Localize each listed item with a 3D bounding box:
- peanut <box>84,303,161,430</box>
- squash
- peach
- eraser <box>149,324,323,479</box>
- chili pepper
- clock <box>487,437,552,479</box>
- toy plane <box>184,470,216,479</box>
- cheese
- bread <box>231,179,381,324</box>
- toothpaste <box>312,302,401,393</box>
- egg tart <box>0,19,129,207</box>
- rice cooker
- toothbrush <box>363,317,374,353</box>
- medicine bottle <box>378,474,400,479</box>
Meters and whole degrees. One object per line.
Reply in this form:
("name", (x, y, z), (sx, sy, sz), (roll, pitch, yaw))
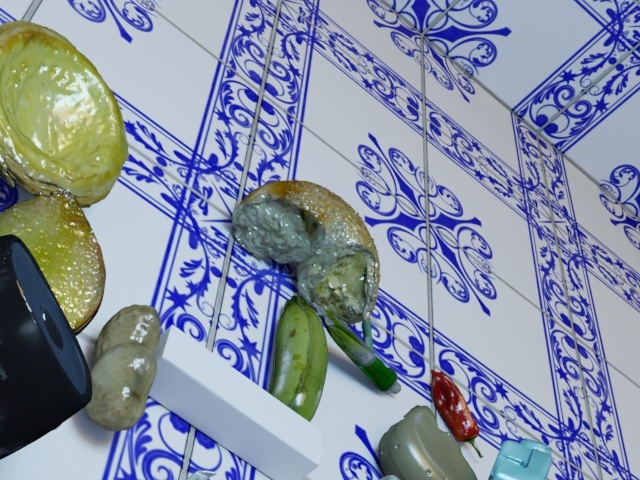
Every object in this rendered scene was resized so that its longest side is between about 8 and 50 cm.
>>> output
("peanut", (-0.271, 0.172, 1.641), (0.085, 0.104, 0.227), (48, 22, -29))
("squash", (-0.032, 0.190, 1.968), (0.094, 0.094, 0.341), (37, 29, -20))
("peach", (-0.396, 0.043, 1.653), (0.189, 0.068, 0.279), (29, 42, -17))
("eraser", (-0.133, 0.250, 1.759), (0.298, 0.078, 0.076), (37, 29, -19))
("chili pepper", (0.256, 0.324, 2.232), (0.050, 0.059, 0.191), (-8, 62, -48))
("clock", (0.315, 0.444, 2.010), (0.094, 0.223, 0.274), (22, 18, 10))
("toy plane", (-0.190, 0.388, 1.483), (0.255, 0.101, 0.251), (27, 34, -27))
("cheese", (0.186, 0.390, 2.016), (0.202, 0.091, 0.175), (53, 28, 6))
("bread", (0.004, 0.001, 2.176), (0.314, 0.171, 0.192), (46, 32, -5))
("toothpaste", (0.069, 0.198, 2.095), (0.248, 0.047, 0.078), (47, 4, -34))
("egg tart", (-0.432, -0.183, 1.813), (0.315, 0.120, 0.314), (33, 46, -42))
("rice cooker", (-0.399, 0.130, 1.340), (0.267, 0.224, 0.267), (63, -3, 7))
("toothbrush", (0.088, 0.149, 2.263), (0.024, 0.018, 0.257), (30, 33, -25))
("medicine bottle", (0.142, 0.464, 1.839), (0.191, 0.107, 0.107), (45, 28, -5))
